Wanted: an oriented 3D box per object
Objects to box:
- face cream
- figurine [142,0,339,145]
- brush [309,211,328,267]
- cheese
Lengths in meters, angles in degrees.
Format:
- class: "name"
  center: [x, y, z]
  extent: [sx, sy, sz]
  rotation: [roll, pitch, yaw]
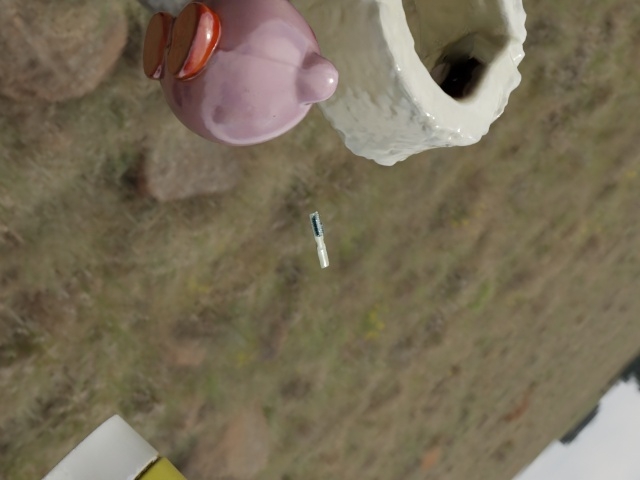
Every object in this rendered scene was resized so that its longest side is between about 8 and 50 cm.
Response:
- class: "face cream"
  center: [-0.202, 0.302, 1.061]
  extent: [0.218, 0.179, 0.218]
  rotation: [-47, 177, -3]
- class: "figurine"
  center: [-0.079, -0.177, 1.145]
  extent: [0.173, 0.173, 0.173]
  rotation: [-44, 166, -14]
- class: "brush"
  center: [0.000, 0.000, 1.606]
  extent: [0.016, 0.013, 0.084]
  rotation: [-28, 115, -41]
- class: "cheese"
  center: [0.118, -0.271, 1.411]
  extent: [0.153, 0.292, 0.332]
  rotation: [-8, -146, 43]
